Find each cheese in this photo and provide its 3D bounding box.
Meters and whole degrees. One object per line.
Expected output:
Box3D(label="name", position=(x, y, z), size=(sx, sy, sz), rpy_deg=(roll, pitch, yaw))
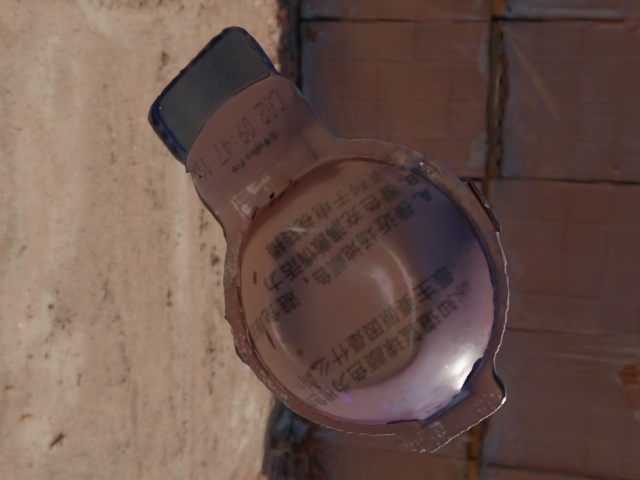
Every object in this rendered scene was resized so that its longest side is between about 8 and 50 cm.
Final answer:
Box3D(label="cheese", position=(0.000, 0.000, 0.517), size=(0.189, 0.286, 0.074), rpy_deg=(-42, 170, 19))
